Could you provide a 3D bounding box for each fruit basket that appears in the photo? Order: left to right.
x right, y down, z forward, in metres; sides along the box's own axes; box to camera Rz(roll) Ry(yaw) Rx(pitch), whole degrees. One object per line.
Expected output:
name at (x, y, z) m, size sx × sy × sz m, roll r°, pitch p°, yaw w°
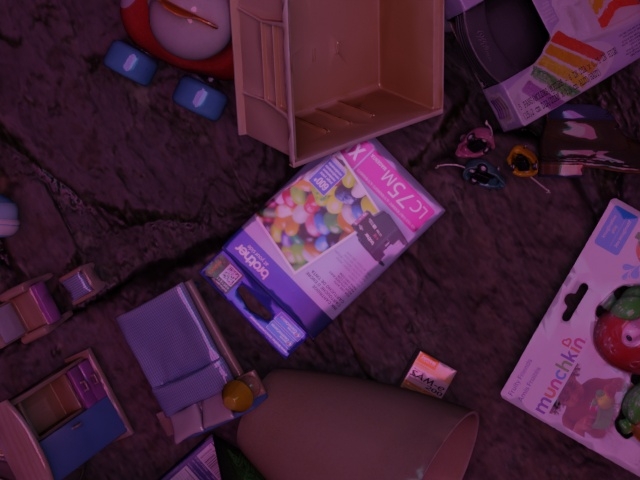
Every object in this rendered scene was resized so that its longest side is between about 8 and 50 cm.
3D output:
fruit basket at (0.481, 0.165, 1.872) m, size 0.353 × 0.165 × 0.327 m, roll 30°, pitch 92°, yaw -1°

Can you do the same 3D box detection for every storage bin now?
storage bin at (0.025, -0.266, 1.742) m, size 0.262 × 0.123 × 0.260 m, roll -22°, pitch 124°, yaw -34°

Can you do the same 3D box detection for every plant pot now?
plant pot at (0.034, 0.284, 1.824) m, size 0.274 × 0.256 × 0.256 m, roll 26°, pitch 92°, yaw 19°

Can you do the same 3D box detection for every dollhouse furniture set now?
dollhouse furniture set at (-0.268, 0.155, 1.756) m, size 0.303 × 0.198 × 0.286 m, roll -25°, pitch 95°, yaw 29°

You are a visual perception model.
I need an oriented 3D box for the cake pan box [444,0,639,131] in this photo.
cake pan box at (0.298, -0.310, 1.840) m, size 0.267 × 0.070 × 0.245 m, roll -29°, pitch 95°, yaw -19°

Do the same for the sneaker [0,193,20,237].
sneaker at (-0.529, -0.141, 1.824) m, size 0.319 × 0.127 × 0.208 m, roll 23°, pitch 93°, yaw -5°

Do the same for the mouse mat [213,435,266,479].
mouse mat at (-0.076, 0.337, 1.830) m, size 0.153 × 0.189 × 0.007 m, roll 33°, pitch 98°, yaw -18°

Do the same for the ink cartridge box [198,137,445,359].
ink cartridge box at (0.000, 0.000, 1.891) m, size 0.311 × 0.065 × 0.186 m, roll -44°, pitch 94°, yaw 2°

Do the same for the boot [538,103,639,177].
boot at (0.412, -0.145, 1.889) m, size 0.219 × 0.082 × 0.106 m, roll -3°, pitch 96°, yaw -1°

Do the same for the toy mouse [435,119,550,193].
toy mouse at (0.227, -0.117, 1.877) m, size 0.143 × 0.161 × 0.031 m, roll -5°, pitch 54°, yaw 29°

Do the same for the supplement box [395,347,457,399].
supplement box at (0.142, 0.210, 1.920) m, size 0.062 × 0.036 × 0.098 m, roll 28°, pitch 92°, yaw -4°

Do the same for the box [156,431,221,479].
box at (-0.192, 0.395, 1.915) m, size 0.225 × 0.036 × 0.136 m, roll -41°, pitch 94°, yaw -2°

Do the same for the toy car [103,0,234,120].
toy car at (-0.180, -0.297, 1.764) m, size 0.210 × 0.238 × 0.219 m, roll 28°, pitch 93°, yaw 6°

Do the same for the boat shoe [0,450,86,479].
boat shoe at (-0.470, 0.278, 1.863) m, size 0.305 × 0.109 × 0.091 m, roll 23°, pitch 92°, yaw -10°

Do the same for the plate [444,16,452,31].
plate at (0.087, -0.437, 1.835) m, size 0.278 × 0.045 × 0.277 m, roll 12°, pitch 110°, yaw -4°
